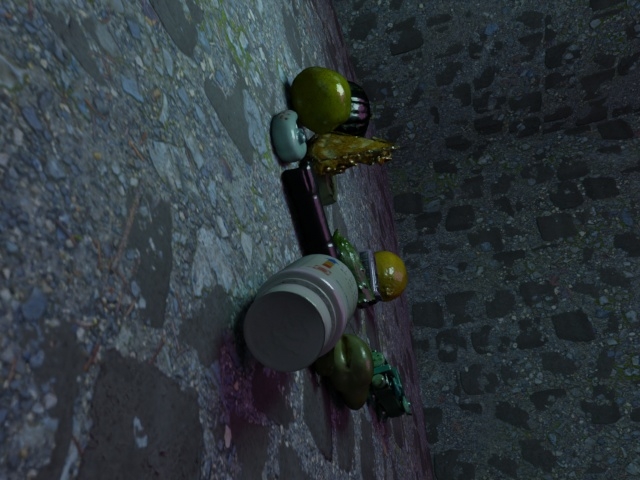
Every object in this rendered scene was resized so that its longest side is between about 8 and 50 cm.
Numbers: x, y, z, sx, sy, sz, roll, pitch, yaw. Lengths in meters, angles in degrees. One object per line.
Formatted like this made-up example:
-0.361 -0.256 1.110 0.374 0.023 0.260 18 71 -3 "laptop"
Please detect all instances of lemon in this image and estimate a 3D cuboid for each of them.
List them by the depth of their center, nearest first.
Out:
0.253 0.140 2.094 0.256 0.189 0.188 -88 161 -53 "lemon"

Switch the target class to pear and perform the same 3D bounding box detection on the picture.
0.004 -0.423 1.579 0.198 0.198 0.198 -12 90 -77 "pear"

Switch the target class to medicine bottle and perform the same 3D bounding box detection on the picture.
-0.029 0.125 0.967 0.293 0.170 0.170 -29 106 -77 "medicine bottle"

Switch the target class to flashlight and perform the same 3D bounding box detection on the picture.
0.000 0.000 1.377 0.103 0.103 0.423 -56 132 -72 "flashlight"

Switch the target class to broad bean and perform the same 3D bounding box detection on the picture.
0.074 0.342 1.378 0.263 0.121 0.188 85 -4 -57 "broad bean"

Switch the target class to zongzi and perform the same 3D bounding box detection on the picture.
0.006 0.264 1.259 0.130 0.062 0.154 -99 180 -75 "zongzi"

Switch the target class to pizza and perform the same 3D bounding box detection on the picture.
0.071 -0.280 1.613 0.251 0.288 0.073 -118 -158 -53 "pizza"

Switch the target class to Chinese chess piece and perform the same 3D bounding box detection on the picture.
0.011 -0.181 1.660 0.144 0.059 0.144 -11 90 -77 "Chinese chess piece"

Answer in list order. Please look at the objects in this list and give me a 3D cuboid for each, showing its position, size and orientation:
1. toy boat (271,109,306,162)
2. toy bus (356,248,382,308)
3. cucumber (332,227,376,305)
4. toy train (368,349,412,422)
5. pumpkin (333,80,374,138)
-0.069 -0.276 1.378 0.207 0.079 0.134 -71 149 -69 "toy boat"
0.153 0.136 1.852 0.096 0.108 0.198 58 24 -55 "toy bus"
0.072 0.084 1.549 0.134 0.134 0.244 21 54 -74 "cucumber"
0.228 0.505 1.837 0.298 0.120 0.194 63 13 -48 "toy train"
0.096 -0.468 1.963 0.250 0.216 0.249 -179 -90 -72 "pumpkin"
